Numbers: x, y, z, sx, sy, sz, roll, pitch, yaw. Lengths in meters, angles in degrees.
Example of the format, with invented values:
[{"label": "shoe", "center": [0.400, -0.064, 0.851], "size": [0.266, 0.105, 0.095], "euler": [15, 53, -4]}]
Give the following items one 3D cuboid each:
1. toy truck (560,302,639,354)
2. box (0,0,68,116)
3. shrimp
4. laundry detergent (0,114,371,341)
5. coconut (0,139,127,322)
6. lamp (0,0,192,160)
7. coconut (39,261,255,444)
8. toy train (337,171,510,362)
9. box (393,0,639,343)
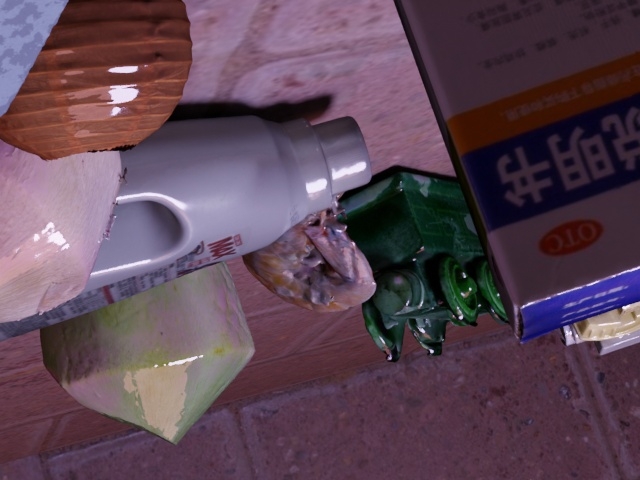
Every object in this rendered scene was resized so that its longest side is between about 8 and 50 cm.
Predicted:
[{"label": "toy truck", "center": [0.296, -0.016, 1.286], "size": [0.124, 0.272, 0.157], "euler": [-17, 159, -2]}, {"label": "box", "center": [-0.209, -0.131, 0.459], "size": [0.227, 0.130, 0.162], "euler": [-5, 146, -45]}, {"label": "shrimp", "center": [0.000, 0.000, 1.249], "size": [0.062, 0.164, 0.317], "euler": [-61, -178, -30]}, {"label": "laundry detergent", "center": [-0.150, -0.027, 0.975], "size": [0.398, 0.124, 0.264], "euler": [-17, 166, -9]}, {"label": "coconut", "center": [-0.215, -0.022, 0.736], "size": [0.171, 0.182, 0.171], "euler": [8, 148, 5]}, {"label": "lamp", "center": [-0.138, -0.110, 0.639], "size": [0.136, 0.136, 0.136], "euler": [-17, 167, -4]}, {"label": "coconut", "center": [-0.180, 0.102, 1.210], "size": [0.205, 0.235, 0.236], "euler": [-17, 167, 11]}, {"label": "toy train", "center": [0.128, 0.034, 1.400], "size": [0.145, 0.201, 0.266], "euler": [-26, 165, 28]}, {"label": "box", "center": [0.140, -0.126, 0.560], "size": [0.200, 0.299, 0.106], "euler": [-19, 166, 5]}]
